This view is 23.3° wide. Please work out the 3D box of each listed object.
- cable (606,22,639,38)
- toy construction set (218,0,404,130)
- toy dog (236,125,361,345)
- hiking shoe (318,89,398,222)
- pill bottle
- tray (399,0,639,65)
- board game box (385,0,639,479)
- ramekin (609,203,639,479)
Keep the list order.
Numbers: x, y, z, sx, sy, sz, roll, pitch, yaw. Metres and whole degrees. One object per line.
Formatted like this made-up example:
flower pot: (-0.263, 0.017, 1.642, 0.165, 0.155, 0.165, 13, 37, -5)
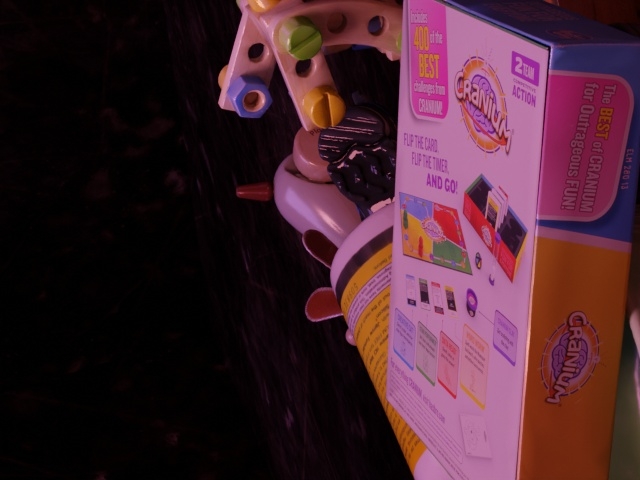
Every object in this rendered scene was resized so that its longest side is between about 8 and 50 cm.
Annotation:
cable: (0.173, -0.100, 1.076, 0.287, 0.072, 0.139, 141, 130, -63)
toy construction set: (0.011, -0.247, 1.154, 0.151, 0.215, 0.327, -119, 18, -44)
toy dog: (0.000, 0.000, 2.008, 0.333, 0.161, 0.220, -119, 18, -48)
hiking shoe: (0.100, -0.021, 1.745, 0.132, 0.113, 0.304, -52, -55, -67)
pill bottle: (0.148, 0.130, 1.440, 0.188, 0.188, 0.334, 93, 158, -57)
tray: (0.148, -0.203, 1.288, 0.411, 0.076, 0.202, -157, 52, -74)
board game box: (0.116, 0.004, 1.011, 0.242, 0.064, 0.316, -133, 42, -65)
ramekin: (0.224, 0.114, 1.063, 0.303, 0.148, 0.303, 175, 90, -74)
